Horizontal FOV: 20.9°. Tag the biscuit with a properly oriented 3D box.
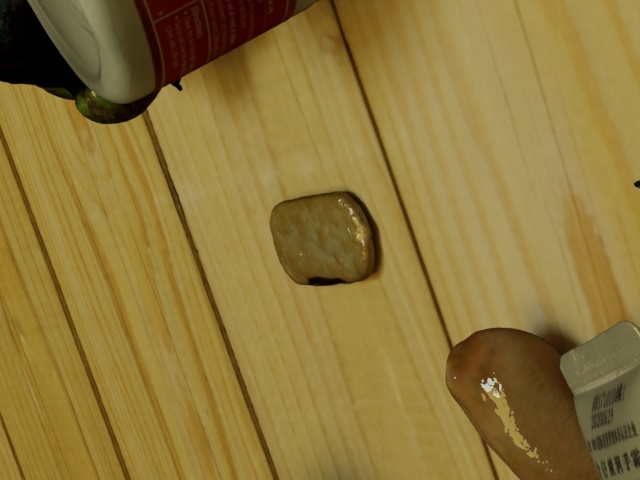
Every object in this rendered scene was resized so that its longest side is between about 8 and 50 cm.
[{"bbox_3d":[0.000,0.000,1.315,0.147,0.018,0.071,-8,100,62],"label":"biscuit"}]

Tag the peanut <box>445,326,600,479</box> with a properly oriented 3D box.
[{"bbox_3d":[0.142,0.117,1.095,0.152,0.076,0.076,47,147,12],"label":"peanut"}]

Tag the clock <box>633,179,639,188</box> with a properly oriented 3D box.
[{"bbox_3d":[0.217,0.021,0.928,0.101,0.041,0.135,-22,90,62],"label":"clock"}]

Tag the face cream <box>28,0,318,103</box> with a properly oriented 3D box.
[{"bbox_3d":[-0.099,-0.213,1.110,0.201,0.187,0.201,54,165,22],"label":"face cream"}]

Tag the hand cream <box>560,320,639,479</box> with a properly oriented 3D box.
[{"bbox_3d":[0.223,0.195,0.985,0.314,0.089,0.140,62,165,5],"label":"hand cream"}]

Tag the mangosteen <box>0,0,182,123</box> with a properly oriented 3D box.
[{"bbox_3d":[-0.186,-0.200,1.305,0.243,0.243,0.243,39,141,42],"label":"mangosteen"}]
